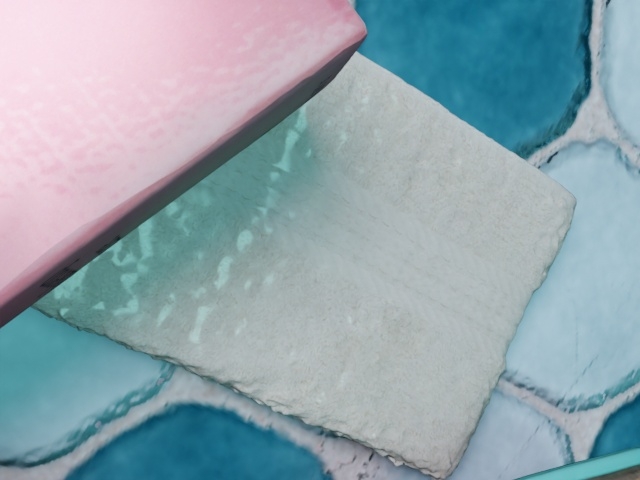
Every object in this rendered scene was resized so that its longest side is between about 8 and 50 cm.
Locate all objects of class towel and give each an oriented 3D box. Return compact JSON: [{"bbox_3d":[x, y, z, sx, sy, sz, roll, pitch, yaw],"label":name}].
[{"bbox_3d":[0.000,0.000,0.573,0.282,0.049,0.187,29,85,-29],"label":"towel"}]

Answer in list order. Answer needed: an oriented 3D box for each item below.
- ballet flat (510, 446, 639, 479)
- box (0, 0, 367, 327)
[{"bbox_3d":[-0.015,0.202,0.512,0.483,0.164,0.182,1,65,-24],"label":"ballet flat"},{"bbox_3d":[-0.119,-0.047,0.411,0.232,0.148,0.127,-38,94,-8],"label":"box"}]
